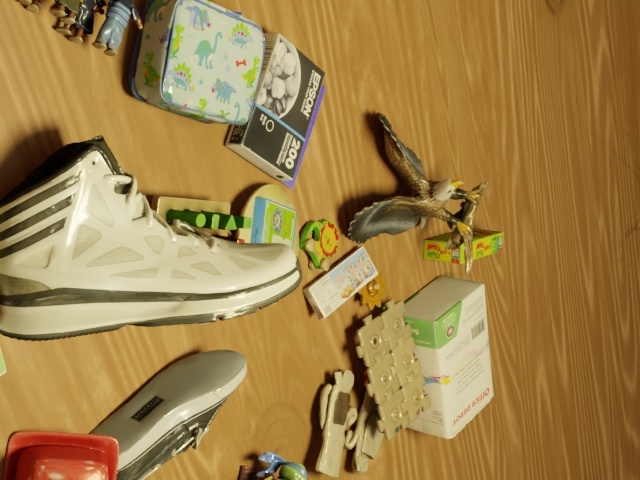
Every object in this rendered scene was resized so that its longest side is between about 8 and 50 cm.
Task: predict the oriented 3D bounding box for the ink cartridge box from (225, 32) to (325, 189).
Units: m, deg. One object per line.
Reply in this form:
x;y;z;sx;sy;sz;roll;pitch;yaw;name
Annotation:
-0.058;-0.214;1.966;0.208;0.045;0.206;32;71;-53;ink cartridge box

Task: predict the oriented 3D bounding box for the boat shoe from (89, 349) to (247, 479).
-0.228;0.284;1.788;0.306;0.113;0.105;-40;134;-39;boat shoe

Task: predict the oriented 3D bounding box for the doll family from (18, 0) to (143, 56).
-0.319;-0.335;1.568;0.193;0.076;0.111;40;61;-55;doll family

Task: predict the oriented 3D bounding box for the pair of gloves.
0.057;0.356;2.248;0.240;0.042;0.204;19;77;-59;pair of gloves

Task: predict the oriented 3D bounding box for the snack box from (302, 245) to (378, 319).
0.040;0.077;2.160;0.178;0.022;0.064;-37;100;-43;snack box

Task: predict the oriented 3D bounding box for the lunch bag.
-0.182;-0.273;1.745;0.219;0.090;0.176;10;90;-54;lunch bag

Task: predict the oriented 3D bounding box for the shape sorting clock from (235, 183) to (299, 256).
-0.090;0.008;1.964;0.206;0.040;0.206;3;90;-67;shape sorting clock

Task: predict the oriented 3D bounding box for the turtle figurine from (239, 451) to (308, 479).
-0.073;0.517;1.945;0.266;0.198;0.275;-41;88;-20;turtle figurine

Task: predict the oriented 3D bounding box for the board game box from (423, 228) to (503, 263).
0.307;0.010;2.468;0.181;0.092;0.043;-14;108;-52;board game box

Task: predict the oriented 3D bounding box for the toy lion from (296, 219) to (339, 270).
0.000;0.000;2.105;0.100;0.034;0.096;53;49;-44;toy lion

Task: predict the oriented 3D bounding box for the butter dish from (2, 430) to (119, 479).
-0.353;0.353;1.593;0.160;0.118;0.160;8;91;-24;butter dish

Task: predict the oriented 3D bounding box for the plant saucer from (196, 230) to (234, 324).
-0.194;0.050;1.851;0.168;0.029;0.168;-17;112;-52;plant saucer

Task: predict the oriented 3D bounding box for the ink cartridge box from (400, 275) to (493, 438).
0.260;0.244;2.434;0.201;0.117;0.278;-32;122;-46;ink cartridge box

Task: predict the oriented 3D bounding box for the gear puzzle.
0.119;0.213;2.271;0.175;0.044;0.339;-30;110;-46;gear puzzle

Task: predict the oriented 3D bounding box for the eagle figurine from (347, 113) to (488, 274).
0.185;-0.094;2.241;0.298;0.225;0.226;17;38;-25;eagle figurine

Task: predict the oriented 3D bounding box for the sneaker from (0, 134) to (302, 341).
-0.230;-0.019;1.590;0.447;0.169;0.257;-7;100;-28;sneaker

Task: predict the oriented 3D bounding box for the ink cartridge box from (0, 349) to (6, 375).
-0.494;0.094;1.433;0.171;0.056;0.235;-33;126;-45;ink cartridge box

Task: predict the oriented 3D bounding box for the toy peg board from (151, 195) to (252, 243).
-0.181;0.019;1.771;0.161;0.079;0.161;3;94;-52;toy peg board
